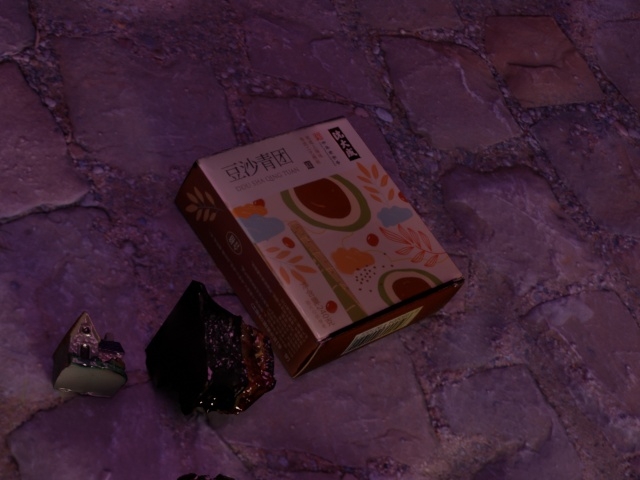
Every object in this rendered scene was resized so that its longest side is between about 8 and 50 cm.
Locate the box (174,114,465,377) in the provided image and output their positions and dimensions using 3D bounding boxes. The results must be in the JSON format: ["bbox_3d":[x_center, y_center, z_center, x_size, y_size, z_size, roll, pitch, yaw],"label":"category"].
[{"bbox_3d":[0.000,0.000,2.228,0.344,0.122,0.385,-20,67,-39],"label":"box"}]

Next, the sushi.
[{"bbox_3d":[-0.148,0.188,1.982,0.150,0.153,0.172,22,22,-38],"label":"sushi"}]

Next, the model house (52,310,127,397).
[{"bbox_3d":[-0.337,0.167,1.926,0.100,0.088,0.100,15,50,-24],"label":"model house"}]

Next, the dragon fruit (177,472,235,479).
[{"bbox_3d":[-0.141,0.413,1.791,0.182,0.182,0.189,26,55,-10],"label":"dragon fruit"}]
